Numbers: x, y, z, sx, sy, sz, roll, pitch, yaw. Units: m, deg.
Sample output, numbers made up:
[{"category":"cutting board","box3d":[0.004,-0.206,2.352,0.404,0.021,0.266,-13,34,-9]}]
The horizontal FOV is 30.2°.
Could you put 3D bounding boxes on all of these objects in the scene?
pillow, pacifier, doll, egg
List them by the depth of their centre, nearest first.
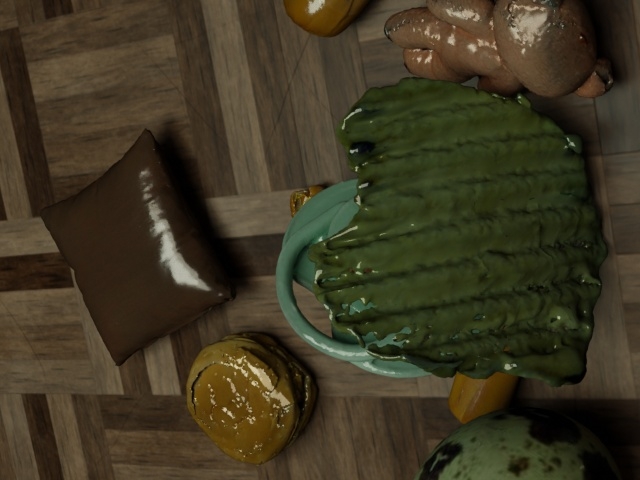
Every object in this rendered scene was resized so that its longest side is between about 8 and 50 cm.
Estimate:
[{"category":"doll","box3d":[0.226,-0.276,1.528,0.303,0.156,0.201,13,154,45]},{"category":"egg","box3d":[0.250,0.393,1.586,0.287,0.287,0.379,34,130,21]},{"category":"pacifier","box3d":[0.084,0.080,1.647,0.343,0.288,0.269,57,163,37]},{"category":"pillow","box3d":[-0.306,0.019,1.948,0.308,0.108,0.305,-31,84,35]}]

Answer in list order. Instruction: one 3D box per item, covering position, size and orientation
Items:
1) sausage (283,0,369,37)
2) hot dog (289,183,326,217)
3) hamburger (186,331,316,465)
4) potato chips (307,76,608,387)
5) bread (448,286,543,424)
[{"category":"sausage","box3d":[0.066,-0.418,1.594,0.112,0.112,0.328,47,122,14]},{"category":"hot dog","box3d":[0.000,0.000,1.784,0.071,0.045,0.165,-13,94,33]},{"category":"hamburger","box3d":[-0.115,0.247,1.893,0.213,0.108,0.214,9,109,26]},{"category":"potato chips","box3d":[0.191,-0.005,1.483,0.389,0.097,0.373,13,77,-9]},{"category":"bread","box3d":[0.242,0.163,1.655,0.092,0.074,0.239,24,115,20]}]
